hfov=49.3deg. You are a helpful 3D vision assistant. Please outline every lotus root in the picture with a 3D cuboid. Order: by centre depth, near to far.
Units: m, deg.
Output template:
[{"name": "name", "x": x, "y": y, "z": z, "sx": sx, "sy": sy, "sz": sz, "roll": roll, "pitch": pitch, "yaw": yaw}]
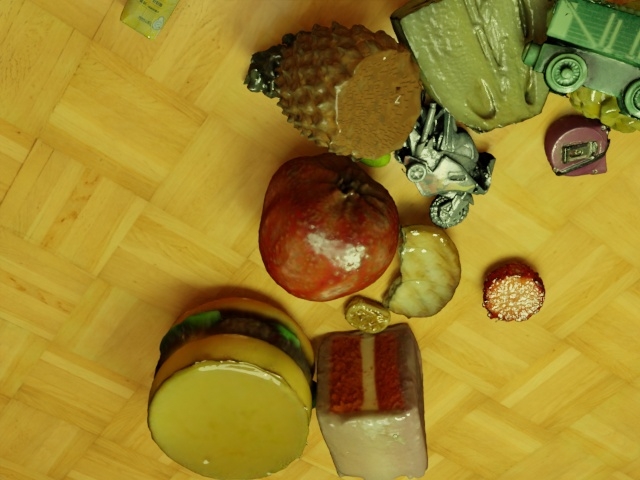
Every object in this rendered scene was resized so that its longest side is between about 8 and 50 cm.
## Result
[{"name": "lotus root", "x": 0.284, "y": -0.326, "z": 1.197, "sx": 0.267, "sy": 0.149, "sz": 0.260, "roll": -29, "pitch": 113, "yaw": 0}]

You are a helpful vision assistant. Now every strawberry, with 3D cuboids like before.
[{"name": "strawberry", "x": 0.428, "y": 0.114, "z": 1.559, "sx": 0.145, "sy": 0.086, "sz": 0.145, "roll": -1, "pitch": 125, "yaw": -1}]

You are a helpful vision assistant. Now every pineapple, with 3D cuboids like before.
[{"name": "pineapple", "x": -0.007, "y": -0.276, "z": 1.197, "sx": 0.223, "sy": 0.357, "sz": 0.223, "roll": -19, "pitch": 123, "yaw": -32}]

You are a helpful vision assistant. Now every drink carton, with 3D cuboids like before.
[{"name": "drink carton", "x": -0.263, "y": -0.444, "z": 1.187, "sx": 0.084, "sy": 0.074, "sz": 0.200, "roll": 30, "pitch": 121, "yaw": -19}]

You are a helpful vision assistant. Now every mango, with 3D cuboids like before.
[{"name": "mango", "x": 0.095, "y": -0.185, "z": 1.372, "sx": 0.108, "sy": 0.056, "sz": 0.073, "roll": 40, "pitch": 125, "yaw": -23}]

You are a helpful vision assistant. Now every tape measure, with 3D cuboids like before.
[{"name": "tape measure", "x": 0.502, "y": -0.183, "z": 1.359, "sx": 0.125, "sy": 0.074, "sz": 0.118, "roll": -11, "pitch": 123, "yaw": 6}]

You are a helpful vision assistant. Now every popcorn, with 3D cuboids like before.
[{"name": "popcorn", "x": 0.558, "y": -0.285, "z": 1.214, "sx": 0.259, "sy": 0.212, "sz": 0.259, "roll": 3, "pitch": 121, "yaw": 6}]

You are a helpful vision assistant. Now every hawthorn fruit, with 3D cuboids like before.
[{"name": "hawthorn fruit", "x": 0.000, "y": 0.000, "z": 1.373, "sx": 0.287, "sy": 0.287, "sz": 0.330, "roll": 17, "pitch": 133, "yaw": -11}]

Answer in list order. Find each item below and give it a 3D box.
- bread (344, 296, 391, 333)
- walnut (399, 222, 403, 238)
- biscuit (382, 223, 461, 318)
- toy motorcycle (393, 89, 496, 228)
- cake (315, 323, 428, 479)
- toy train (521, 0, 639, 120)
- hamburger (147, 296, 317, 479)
[{"name": "bread", "x": 0.109, "y": 0.176, "z": 1.631, "sx": 0.110, "sy": 0.044, "sz": 0.083, "roll": 22, "pitch": 126, "yaw": -12}, {"name": "walnut", "x": 0.125, "y": -0.019, "z": 1.477, "sx": 0.096, "sy": 0.082, "sz": 0.079, "roll": -21, "pitch": 150, "yaw": 12}, {"name": "biscuit", "x": 0.229, "y": 0.072, "z": 1.522, "sx": 0.154, "sy": 0.045, "sz": 0.299, "roll": 5, "pitch": 138, "yaw": -3}, {"name": "toy motorcycle", "x": 0.242, "y": -0.165, "z": 1.363, "sx": 0.173, "sy": 0.108, "sz": 0.307, "roll": -29, "pitch": 119, "yaw": 9}, {"name": "cake", "x": 0.125, "y": 0.374, "z": 1.615, "sx": 0.237, "sy": 0.309, "sz": 0.230, "roll": -10, "pitch": 121, "yaw": 11}, {"name": "toy train", "x": 0.450, "y": -0.279, "z": 1.069, "sx": 0.269, "sy": 0.115, "sz": 0.154, "roll": 23, "pitch": 112, "yaw": 15}, {"name": "hamburger", "x": -0.191, "y": 0.333, "z": 1.599, "sx": 0.395, "sy": 0.277, "sz": 0.396, "roll": 0, "pitch": 122, "yaw": 1}]
